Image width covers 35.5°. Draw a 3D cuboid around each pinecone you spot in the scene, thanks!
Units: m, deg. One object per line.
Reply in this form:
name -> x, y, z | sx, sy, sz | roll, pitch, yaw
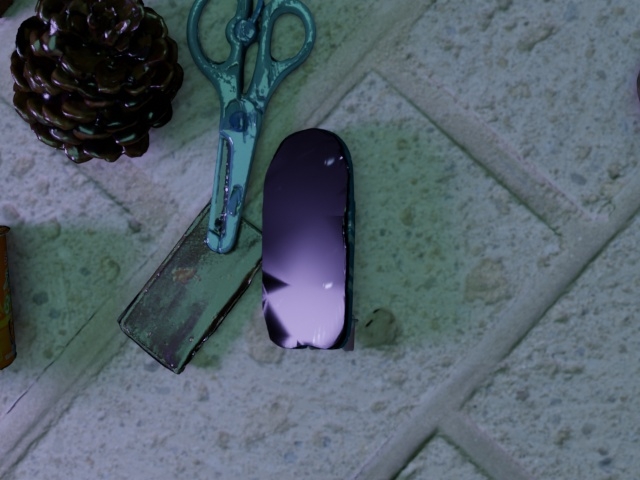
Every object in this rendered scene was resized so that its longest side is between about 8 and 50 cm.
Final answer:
pinecone -> -0.290, -0.227, 1.298 | 0.224, 0.272, 0.224 | 7, 63, -14

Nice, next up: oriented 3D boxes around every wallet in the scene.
wallet -> -0.173, 0.063, 1.397 | 0.122, 0.031, 0.232 | 38, 91, 6

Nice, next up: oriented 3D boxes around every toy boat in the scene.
toy boat -> 0.000, 0.000, 1.362 | 0.134, 0.092, 0.299 | -2, 84, 33

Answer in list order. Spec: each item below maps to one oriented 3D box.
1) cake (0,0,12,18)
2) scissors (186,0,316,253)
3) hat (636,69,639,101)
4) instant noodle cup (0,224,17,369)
cake -> -0.476, -0.396, 1.352 | 0.147, 0.135, 0.134 | 36, 92, -3
scissors -> -0.114, -0.177, 1.374 | 0.180, 0.032, 0.393 | 9, 88, 5
hat -> 0.496, -0.178, 1.342 | 0.147, 0.085, 0.175 | -48, 111, -8
instant noodle cup -> -0.513, 0.091, 1.331 | 0.230, 0.230, 0.182 | -9, 99, 3
